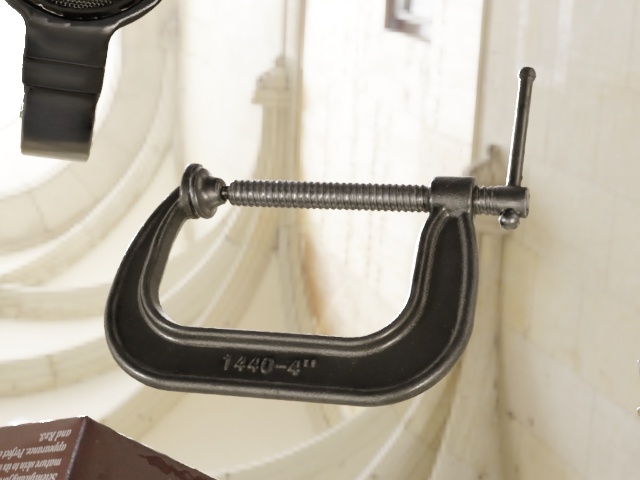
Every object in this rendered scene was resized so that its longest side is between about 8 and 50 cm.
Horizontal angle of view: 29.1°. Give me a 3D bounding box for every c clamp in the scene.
[{"bbox_3d":[0.000,0.000,0.459,0.160,0.137,0.022,-2,149,13],"label":"c clamp"}]

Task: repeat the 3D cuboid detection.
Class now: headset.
[{"bbox_3d":[-0.178,-0.238,0.788,0.185,0.394,0.243,7,-143,-14],"label":"headset"}]

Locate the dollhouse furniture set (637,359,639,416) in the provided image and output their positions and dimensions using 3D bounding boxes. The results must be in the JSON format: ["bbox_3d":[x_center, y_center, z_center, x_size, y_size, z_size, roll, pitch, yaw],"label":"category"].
[{"bbox_3d":[0.359,0.124,0.916,0.161,0.101,0.182,8,159,-34],"label":"dollhouse furniture set"}]

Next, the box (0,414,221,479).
[{"bbox_3d":[-0.119,0.275,0.990,0.191,0.143,0.381,-12,146,40],"label":"box"}]
